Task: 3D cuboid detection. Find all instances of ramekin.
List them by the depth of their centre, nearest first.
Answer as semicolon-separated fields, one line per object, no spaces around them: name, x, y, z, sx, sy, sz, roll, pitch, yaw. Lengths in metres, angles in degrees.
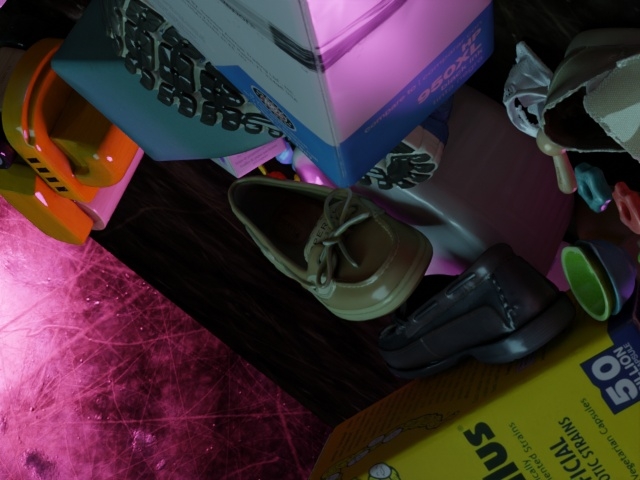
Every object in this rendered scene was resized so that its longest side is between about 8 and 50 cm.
ramekin;0.117;-0.053;1.609;0.273;0.127;0.273;32;167;8

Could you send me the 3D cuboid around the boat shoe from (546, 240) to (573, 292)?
boat shoe;0.197;0.014;1.765;0.227;0.079;0.081;30;163;5

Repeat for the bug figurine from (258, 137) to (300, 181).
bug figurine;0.016;-0.046;2.025;0.216;0.072;0.279;34;167;1

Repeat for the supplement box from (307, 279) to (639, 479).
supplement box;0.183;0.199;1.500;0.194;0.356;0.195;54;-160;-7

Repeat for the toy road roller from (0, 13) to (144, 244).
toy road roller;-0.314;-0.136;2.267;0.241;0.202;0.329;13;158;31

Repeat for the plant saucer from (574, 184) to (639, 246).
plant saucer;0.334;0.033;1.587;0.241;0.037;0.241;32;167;8

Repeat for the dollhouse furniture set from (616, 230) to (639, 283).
dollhouse furniture set;0.388;0.026;1.303;0.259;0.135;0.262;46;167;-2

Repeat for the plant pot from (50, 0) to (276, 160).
plant pot;-0.103;-0.181;1.632;0.234;0.165;0.166;9;153;49

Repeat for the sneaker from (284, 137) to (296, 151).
sneaker;0.020;-0.089;1.781;0.267;0.106;0.101;38;170;-9

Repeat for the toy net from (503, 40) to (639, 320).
toy net;0.200;-0.051;1.347;0.232;0.045;0.122;64;169;2

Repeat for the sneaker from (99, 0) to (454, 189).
sneaker;-0.035;-0.169;1.461;0.330;0.147;0.130;25;153;-3

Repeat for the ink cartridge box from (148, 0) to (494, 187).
ink cartridge box;-0.039;-0.241;1.088;0.285;0.166;0.395;45;171;17

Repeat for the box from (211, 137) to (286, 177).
box;-0.131;-0.145;1.873;0.063;0.067;0.324;63;169;-24

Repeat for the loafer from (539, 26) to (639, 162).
loafer;0.245;-0.098;1.186;0.102;0.092;0.268;38;167;-18

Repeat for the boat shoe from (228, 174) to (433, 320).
boat shoe;0.000;0.000;1.569;0.089;0.104;0.285;39;168;-29

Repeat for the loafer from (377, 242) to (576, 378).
loafer;0.124;0.056;1.525;0.095;0.109;0.302;55;158;-7

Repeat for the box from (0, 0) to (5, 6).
box;-0.382;-0.333;1.897;0.087;0.102;0.101;18;158;47
